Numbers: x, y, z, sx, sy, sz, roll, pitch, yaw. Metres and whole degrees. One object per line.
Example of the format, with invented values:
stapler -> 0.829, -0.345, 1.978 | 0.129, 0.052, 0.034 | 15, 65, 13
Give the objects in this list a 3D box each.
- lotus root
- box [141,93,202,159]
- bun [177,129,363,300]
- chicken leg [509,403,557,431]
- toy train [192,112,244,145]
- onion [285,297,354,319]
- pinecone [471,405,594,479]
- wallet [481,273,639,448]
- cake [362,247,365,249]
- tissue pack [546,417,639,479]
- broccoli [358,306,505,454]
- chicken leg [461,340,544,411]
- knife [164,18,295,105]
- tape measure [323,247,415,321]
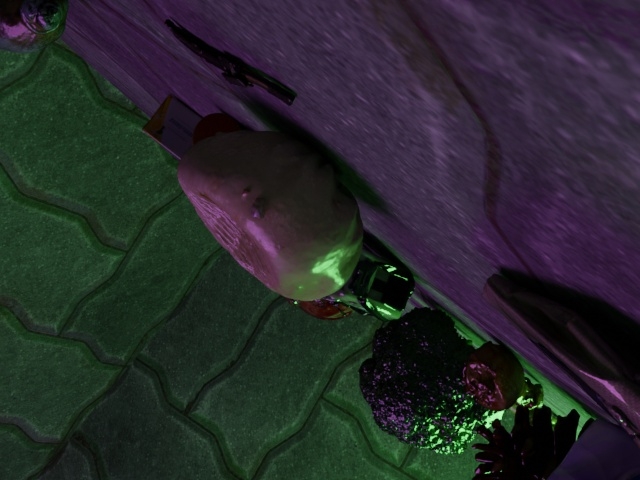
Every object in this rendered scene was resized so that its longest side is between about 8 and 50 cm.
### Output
lotus root -> -0.497, -0.385, 1.356 | 0.322, 0.158, 0.140 | 28, 173, 37
box -> -0.227, -0.173, 1.708 | 0.265, 0.097, 0.168 | 37, 176, 29
bun -> -0.047, -0.041, 1.013 | 0.259, 0.160, 0.259 | 45, 163, 17
chicken leg -> 0.491, 0.407, 1.874 | 0.228, 0.088, 0.103 | 45, -173, 0
toy train -> -0.107, -0.100, 1.369 | 0.177, 0.116, 0.285 | 52, -175, 33
onion -> -0.007, 0.078, 1.902 | 0.246, 0.190, 0.246 | 47, 170, 11
pinecone -> 0.364, 0.387, 1.330 | 0.264, 0.264, 0.264 | 39, 177, 3
wallet -> 0.281, 0.153, 0.719 | 0.335, 0.068, 0.275 | 41, 179, -1
cake -> 0.073, 0.022, 1.595 | 0.080, 0.116, 0.185 | -171, 61, -75
tissue pack -> 0.460, 0.376, 0.977 | 0.242, 0.160, 0.338 | 39, 176, -15
broccoli -> 0.230, 0.275, 1.624 | 0.308, 0.308, 0.275 | 38, -149, 24
chicken leg -> 0.329, 0.250, 1.422 | 0.087, 0.107, 0.251 | 17, 172, 40
knife -> -0.092, -0.174, 0.835 | 0.222, 0.021, 0.045 | 38, 174, 38
tape measure -> 0.071, 0.081, 1.432 | 0.207, 0.115, 0.235 | 27, 172, -32
